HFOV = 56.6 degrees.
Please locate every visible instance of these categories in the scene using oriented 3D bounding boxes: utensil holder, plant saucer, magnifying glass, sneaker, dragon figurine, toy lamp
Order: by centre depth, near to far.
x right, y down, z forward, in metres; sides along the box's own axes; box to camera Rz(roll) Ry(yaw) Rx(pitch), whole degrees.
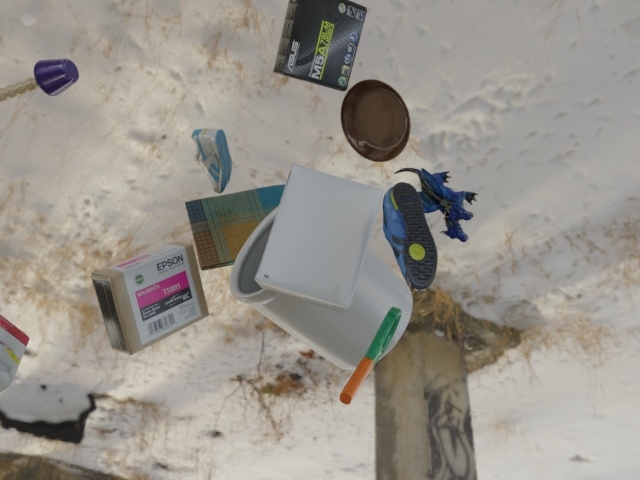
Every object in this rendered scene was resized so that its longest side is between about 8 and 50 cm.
[{"bbox_3d":[0.092,0.199,1.047,0.026,0.231,0.092,23,130,15],"label":"magnifying glass"},{"bbox_3d":[0.157,-0.001,1.087,0.069,0.209,0.082,-1,156,-22],"label":"sneaker"},{"bbox_3d":[-0.644,-0.326,1.270,0.275,0.080,0.080,-11,142,15],"label":"toy lamp"},{"bbox_3d":[0.251,-0.106,1.328,0.144,0.289,0.085,-3,130,-47],"label":"dragon figurine"},{"bbox_3d":[0.137,-0.287,1.417,0.199,0.036,0.198,21,124,34],"label":"plant saucer"},{"bbox_3d":[0.008,0.119,1.574,0.328,0.327,0.385,-27,125,35],"label":"utensil holder"},{"bbox_3d":[-0.327,-0.242,1.796,0.092,0.087,0.228,9,134,12],"label":"sneaker"}]

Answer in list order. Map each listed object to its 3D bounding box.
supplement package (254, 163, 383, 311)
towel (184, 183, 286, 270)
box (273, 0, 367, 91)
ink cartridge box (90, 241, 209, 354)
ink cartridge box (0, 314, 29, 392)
[{"bbox_3d":[0.000,0.000,1.279,0.204,0.261,0.145,16,170,4],"label":"supplement package"},{"bbox_3d":[-0.225,-0.050,1.900,0.370,0.271,0.040,-12,148,-14],"label":"towel"},{"bbox_3d":[0.001,-0.436,1.289,0.184,0.045,0.190,4,107,-42],"label":"box"},{"bbox_3d":[-0.391,0.129,1.392,0.088,0.235,0.193,4,111,40],"label":"ink cartridge box"},{"bbox_3d":[-0.790,0.276,1.382,0.128,0.176,0.127,-34,120,7],"label":"ink cartridge box"}]
